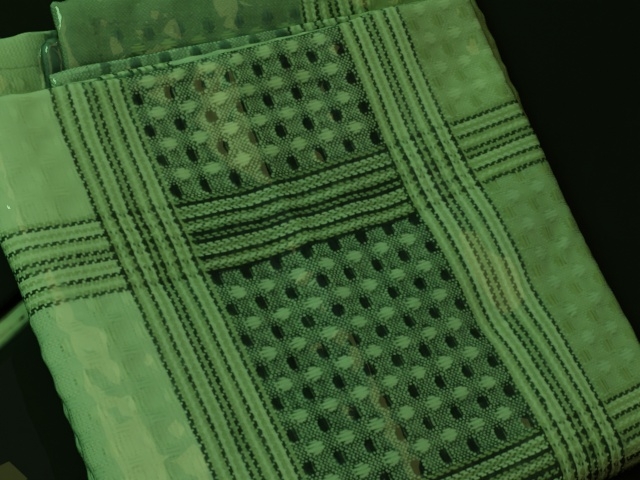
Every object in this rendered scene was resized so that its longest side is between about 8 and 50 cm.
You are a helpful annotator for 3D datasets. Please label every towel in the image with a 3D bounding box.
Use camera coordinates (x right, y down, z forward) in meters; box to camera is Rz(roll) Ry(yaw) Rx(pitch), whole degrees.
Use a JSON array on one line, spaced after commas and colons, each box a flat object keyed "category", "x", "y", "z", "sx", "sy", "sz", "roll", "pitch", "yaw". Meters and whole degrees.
[{"category": "towel", "x": 0.000, "y": 0.000, "z": 0.749, "sx": 0.312, "sy": 0.056, "sz": 0.324, "roll": -16, "pitch": 70, "yaw": -23}]
